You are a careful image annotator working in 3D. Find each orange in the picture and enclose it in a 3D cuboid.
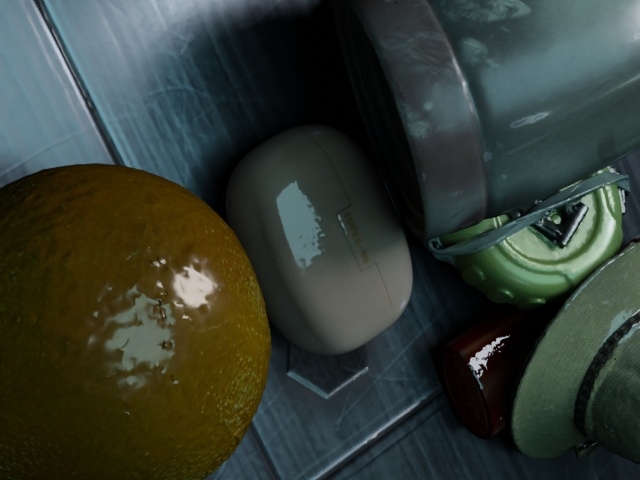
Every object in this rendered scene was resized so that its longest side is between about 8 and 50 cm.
[{"bbox_3d":[-0.167,0.074,1.429,0.274,0.274,0.274,-3,95,-31],"label":"orange"}]

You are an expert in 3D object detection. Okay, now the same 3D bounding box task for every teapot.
[{"bbox_3d":[0.176,-0.184,1.620,0.312,0.315,0.233,-19,141,-6],"label":"teapot"}]

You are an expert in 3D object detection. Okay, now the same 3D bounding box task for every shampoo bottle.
[{"bbox_3d":[0.230,0.080,1.790,0.260,0.064,0.102,-32,110,-26],"label":"shampoo bottle"}]

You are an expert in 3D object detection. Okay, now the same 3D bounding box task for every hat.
[{"bbox_3d":[0.307,0.132,1.740,0.257,0.130,0.257,-29,141,-27],"label":"hat"}]

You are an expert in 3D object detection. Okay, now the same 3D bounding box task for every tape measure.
[{"bbox_3d":[0.192,-0.028,1.720,0.175,0.106,0.200,43,69,-2],"label":"tape measure"}]

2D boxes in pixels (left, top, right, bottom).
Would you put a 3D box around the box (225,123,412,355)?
[{"bbox_3d":[0.000,0.000,1.628,0.146,0.088,0.200,-33,111,-26],"label":"box"}]
